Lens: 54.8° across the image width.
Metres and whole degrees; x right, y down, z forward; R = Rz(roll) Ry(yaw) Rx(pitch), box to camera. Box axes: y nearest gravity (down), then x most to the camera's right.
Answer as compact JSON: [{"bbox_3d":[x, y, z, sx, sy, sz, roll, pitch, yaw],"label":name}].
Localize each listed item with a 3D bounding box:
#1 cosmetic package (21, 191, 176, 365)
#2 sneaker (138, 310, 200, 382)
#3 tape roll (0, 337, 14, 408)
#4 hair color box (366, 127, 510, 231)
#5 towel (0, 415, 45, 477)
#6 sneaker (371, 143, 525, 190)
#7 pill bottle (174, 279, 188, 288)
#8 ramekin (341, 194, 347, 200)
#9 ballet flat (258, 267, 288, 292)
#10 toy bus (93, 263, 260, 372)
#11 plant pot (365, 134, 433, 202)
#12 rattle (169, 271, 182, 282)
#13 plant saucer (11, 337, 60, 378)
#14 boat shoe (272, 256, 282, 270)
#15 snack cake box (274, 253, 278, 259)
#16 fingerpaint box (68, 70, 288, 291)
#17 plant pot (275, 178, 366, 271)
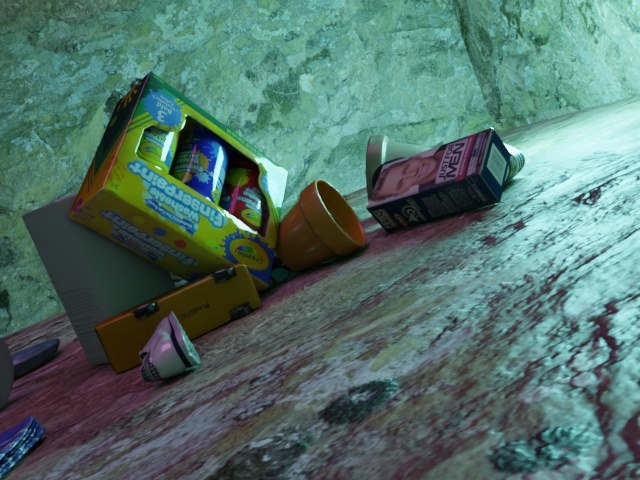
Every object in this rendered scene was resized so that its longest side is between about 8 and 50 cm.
[{"bbox_3d":[-0.493,0.069,1.441,0.156,0.385,0.217,-17,8,34],"label":"cosmetic package"},{"bbox_3d":[-0.284,0.194,1.119,0.094,0.090,0.235,-33,8,-12],"label":"sneaker"},{"bbox_3d":[-0.769,0.286,1.312,0.072,0.219,0.219,-18,8,22],"label":"tape roll"},{"bbox_3d":[0.298,-0.149,1.591,0.347,0.105,0.174,-16,39,42],"label":"hair color box"},{"bbox_3d":[-0.556,0.359,0.842,0.243,0.040,0.336,-22,7,4],"label":"towel"},{"bbox_3d":[0.385,-0.184,1.812,0.447,0.169,0.257,-5,8,42],"label":"sneaker"},{"bbox_3d":[-0.436,0.077,1.855,0.229,0.229,0.407,-25,8,-28],"label":"pill bottle"},{"bbox_3d":[0.009,-0.072,2.147,0.207,0.109,0.207,-21,7,3],"label":"ramekin"},{"bbox_3d":[-0.127,0.100,1.537,0.041,0.041,0.114,-16,8,41],"label":"ballet flat"},{"bbox_3d":[-0.302,0.160,1.322,0.332,0.108,0.130,-25,6,-22],"label":"toy bus"},{"bbox_3d":[0.282,-0.225,2.047,0.229,0.263,0.263,-2,12,15],"label":"plant pot"},{"bbox_3d":[-0.352,0.097,1.554,0.130,0.200,0.142,-22,6,-22],"label":"rattle"},{"bbox_3d":[-0.913,0.375,1.803,0.317,0.044,0.317,-22,6,3],"label":"plant saucer"},{"bbox_3d":[-0.208,0.095,1.637,0.223,0.080,0.073,-12,-14,-38],"label":"boat shoe"},{"bbox_3d":[-0.103,0.013,1.771,0.264,0.089,0.152,-19,-10,20],"label":"snack cake box"},{"bbox_3d":[-0.305,-0.116,1.466,0.163,0.444,0.371,-27,41,38],"label":"fingerpaint box"},{"bbox_3d":[-0.018,-0.020,1.567,0.188,0.205,0.205,-36,2,19],"label":"plant pot"}]
